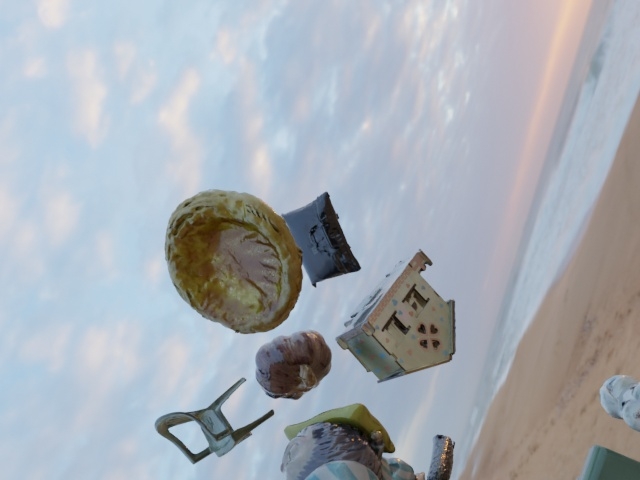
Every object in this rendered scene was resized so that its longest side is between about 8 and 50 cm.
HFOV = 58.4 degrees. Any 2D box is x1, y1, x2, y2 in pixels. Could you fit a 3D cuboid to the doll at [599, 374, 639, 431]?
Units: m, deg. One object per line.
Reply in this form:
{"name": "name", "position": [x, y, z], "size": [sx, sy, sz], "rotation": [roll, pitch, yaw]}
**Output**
{"name": "doll", "position": [0.699, 0.361, 1.283], "size": [0.110, 0.106, 0.180], "rotation": [-58, 9, -3]}

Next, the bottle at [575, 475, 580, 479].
{"name": "bottle", "position": [0.753, 0.786, 1.626], "size": [0.269, 0.083, 0.083], "rotation": [-38, -40, -58]}

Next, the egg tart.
{"name": "egg tart", "position": [-0.205, 0.043, 1.416], "size": [0.169, 0.387, 0.388], "rotation": [-48, -31, -58]}

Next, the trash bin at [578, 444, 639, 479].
{"name": "trash bin", "position": [0.704, 0.699, 1.375], "size": [0.344, 0.222, 0.158], "rotation": [-64, -25, -17]}

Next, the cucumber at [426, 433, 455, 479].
{"name": "cucumber", "position": [0.311, 0.572, 1.466], "size": [0.245, 0.067, 0.067], "rotation": [-28, -48, -73]}

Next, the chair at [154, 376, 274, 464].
{"name": "chair", "position": [-0.317, 0.535, 1.677], "size": [0.274, 0.191, 0.203], "rotation": [-24, -19, -48]}

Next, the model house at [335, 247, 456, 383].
{"name": "model house", "position": [0.218, 0.219, 1.440], "size": [0.326, 0.244, 0.169], "rotation": [-47, 3, -37]}

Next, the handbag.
{"name": "handbag", "position": [0.000, 0.000, 1.707], "size": [0.088, 0.211, 0.255], "rotation": [-24, -90, -47]}

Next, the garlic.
{"name": "garlic", "position": [-0.069, 0.370, 1.647], "size": [0.244, 0.160, 0.245], "rotation": [-19, -44, -20]}

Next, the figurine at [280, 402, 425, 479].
{"name": "figurine", "position": [0.064, 0.612, 1.279], "size": [0.266, 0.361, 0.378], "rotation": [-42, 18, 30]}
